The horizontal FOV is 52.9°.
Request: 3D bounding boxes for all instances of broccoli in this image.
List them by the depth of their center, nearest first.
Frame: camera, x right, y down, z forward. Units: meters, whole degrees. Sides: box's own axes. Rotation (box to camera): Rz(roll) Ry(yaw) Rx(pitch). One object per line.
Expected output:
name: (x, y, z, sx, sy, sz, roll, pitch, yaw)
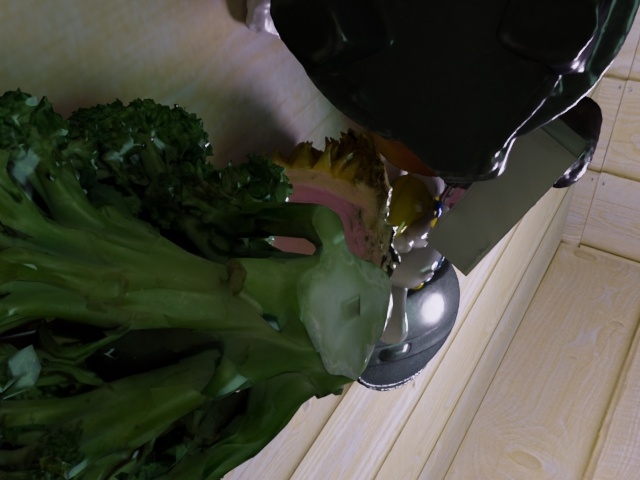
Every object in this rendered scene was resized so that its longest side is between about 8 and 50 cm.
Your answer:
broccoli: (-0.107, 0.042, 0.388, 0.308, 0.275, 0.308, 17, 69, -53)

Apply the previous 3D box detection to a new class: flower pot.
flower pot: (0.117, -0.203, 0.527, 0.283, 0.299, 0.299, -43, 145, -59)

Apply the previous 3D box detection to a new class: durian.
durian: (0.002, -0.015, 0.698, 0.305, 0.185, 0.195, 89, 13, -46)

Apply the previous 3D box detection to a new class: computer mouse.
computer mouse: (0.181, 0.148, 1.207, 0.374, 0.114, 0.203, -34, 139, -50)

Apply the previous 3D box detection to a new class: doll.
doll: (0.145, 0.005, 1.027, 0.252, 0.111, 0.237, -58, 153, -46)

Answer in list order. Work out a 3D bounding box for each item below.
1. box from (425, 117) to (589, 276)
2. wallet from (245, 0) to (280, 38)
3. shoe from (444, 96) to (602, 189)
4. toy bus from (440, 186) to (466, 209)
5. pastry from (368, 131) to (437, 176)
box: (0.264, -0.070, 0.915, 0.225, 0.086, 0.129, -52, 169, 30)
wallet: (-0.018, -0.276, 0.584, 0.124, 0.032, 0.183, -20, 125, -62)
shoe: (0.370, -0.179, 1.164, 0.384, 0.237, 0.171, -44, 160, -47)
toy bus: (0.300, -0.089, 1.296, 0.203, 0.090, 0.063, -52, 150, -31)
pastry: (0.180, -0.247, 0.848, 0.356, 0.164, 0.356, -37, 139, -41)
